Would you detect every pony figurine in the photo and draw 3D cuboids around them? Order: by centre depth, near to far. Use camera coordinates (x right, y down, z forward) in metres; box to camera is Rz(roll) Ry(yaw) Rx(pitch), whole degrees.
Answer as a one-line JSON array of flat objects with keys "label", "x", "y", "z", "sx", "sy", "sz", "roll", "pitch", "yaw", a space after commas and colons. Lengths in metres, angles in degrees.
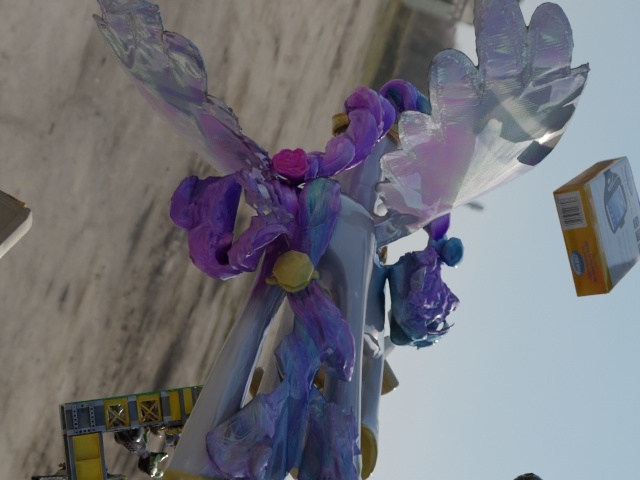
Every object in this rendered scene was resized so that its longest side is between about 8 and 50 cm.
[{"label": "pony figurine", "x": 0.000, "y": 0.000, "z": 0.699, "sx": 0.351, "sy": 0.303, "sz": 0.363, "roll": 71, "pitch": 30, "yaw": -70}]

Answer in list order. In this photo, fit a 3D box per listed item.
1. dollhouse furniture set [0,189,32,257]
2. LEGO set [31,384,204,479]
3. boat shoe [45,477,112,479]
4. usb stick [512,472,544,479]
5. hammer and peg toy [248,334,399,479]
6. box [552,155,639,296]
[{"label": "dollhouse furniture set", "x": -0.299, "y": 0.017, "z": 0.810, "sx": 0.152, "sy": 0.076, "sz": 0.058, "roll": -56, "pitch": 178, "yaw": -41}, {"label": "LEGO set", "x": -0.291, "y": 0.332, "z": 1.569, "sx": 0.331, "sy": 0.255, "sz": 0.192, "roll": -21, "pitch": -105, "yaw": 61}, {"label": "boat shoe", "x": -0.102, "y": 0.197, "z": 0.605, "sx": 0.206, "sy": 0.065, "sz": 0.075, "roll": 56, "pitch": 24, "yaw": -46}, {"label": "usb stick", "x": 0.218, "y": 0.330, "z": 0.963, "sx": 0.045, "sy": 0.077, "sz": 0.278, "roll": -39, "pitch": -161, "yaw": 21}, {"label": "hammer and peg toy", "x": -0.050, "y": 0.232, "z": 1.407, "sx": 0.266, "sy": 0.127, "sz": 0.361, "roll": -30, "pitch": 179, "yaw": 19}, {"label": "box", "x": 0.218, "y": -0.015, "z": 0.787, "sx": 0.136, "sy": 0.028, "sz": 0.081, "roll": -26, "pitch": 103, "yaw": -58}]
